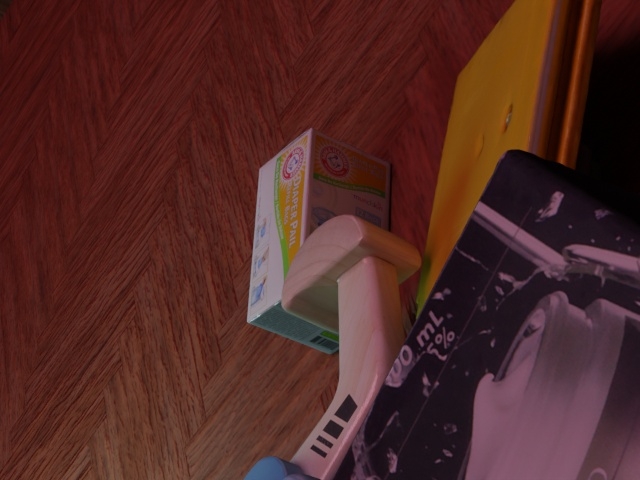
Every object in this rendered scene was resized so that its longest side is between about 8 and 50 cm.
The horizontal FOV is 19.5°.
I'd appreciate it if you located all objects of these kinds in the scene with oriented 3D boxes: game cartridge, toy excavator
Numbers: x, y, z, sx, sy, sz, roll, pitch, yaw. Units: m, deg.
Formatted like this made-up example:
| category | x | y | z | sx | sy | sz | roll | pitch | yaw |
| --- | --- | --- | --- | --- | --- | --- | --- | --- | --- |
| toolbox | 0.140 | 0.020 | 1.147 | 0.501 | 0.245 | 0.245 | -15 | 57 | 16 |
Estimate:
| category | x | y | z | sx | sy | sz | roll | pitch | yaw |
| --- | --- | --- | --- | --- | --- | --- | --- | --- | --- |
| game cartridge | 0.171 | -0.082 | 1.733 | 0.323 | 0.053 | 0.285 | 126 | 157 | -70 |
| toy excavator | 0.003 | 0.247 | 1.727 | 0.445 | 0.222 | 0.433 | -55 | 32 | 13 |

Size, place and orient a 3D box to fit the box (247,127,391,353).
| category | x | y | z | sx | sy | sz | roll | pitch | yaw |
| --- | --- | --- | --- | --- | --- | --- | --- | --- | --- |
| box | 0.000 | 0.000 | 2.002 | 0.103 | 0.114 | 0.203 | -35 | 41 | 45 |

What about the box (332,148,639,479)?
| category | x | y | z | sx | sy | sz | roll | pitch | yaw |
| --- | --- | --- | --- | --- | --- | --- | --- | --- | --- |
| box | 0.234 | 0.273 | 1.116 | 0.472 | 0.297 | 0.480 | 38 | 104 | 49 |

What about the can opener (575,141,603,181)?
| category | x | y | z | sx | sy | sz | roll | pitch | yaw |
| --- | --- | --- | --- | --- | --- | --- | --- | --- | --- |
| can opener | 0.223 | 0.047 | 1.646 | 0.093 | 0.074 | 0.280 | -3 | 64 | 22 |
